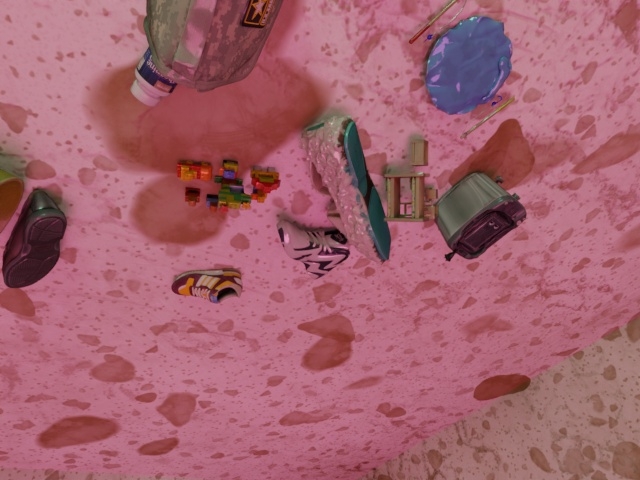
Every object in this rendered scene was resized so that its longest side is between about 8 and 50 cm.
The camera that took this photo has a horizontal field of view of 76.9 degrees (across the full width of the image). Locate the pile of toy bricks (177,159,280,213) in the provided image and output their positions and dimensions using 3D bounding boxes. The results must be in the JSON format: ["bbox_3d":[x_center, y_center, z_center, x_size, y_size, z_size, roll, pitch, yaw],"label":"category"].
[{"bbox_3d":[-0.196,-0.099,0.862,0.212,0.105,0.118,3,131,-17],"label":"pile of toy bricks"}]

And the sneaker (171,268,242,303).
[{"bbox_3d":[-0.299,0.127,1.060,0.185,0.084,0.070,-9,134,-7],"label":"sneaker"}]

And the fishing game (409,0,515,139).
[{"bbox_3d":[0.293,-0.348,0.806,0.189,0.041,0.264,-41,124,13],"label":"fishing game"}]

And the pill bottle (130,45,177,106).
[{"bbox_3d":[-0.273,-0.292,0.689,0.067,0.067,0.120,29,120,-34],"label":"pill bottle"}]

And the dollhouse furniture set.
[{"bbox_3d":[0.220,-0.140,0.979,0.101,0.161,0.182,3,97,29],"label":"dollhouse furniture set"}]

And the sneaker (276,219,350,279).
[{"bbox_3d":[0.000,0.000,1.015,0.153,0.094,0.235,-28,133,10],"label":"sneaker"}]

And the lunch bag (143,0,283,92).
[{"bbox_3d":[-0.131,-0.348,0.522,0.168,0.287,0.235,15,126,-26],"label":"lunch bag"}]

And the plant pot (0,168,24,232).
[{"bbox_3d":[-0.730,-0.080,0.662,0.293,0.275,0.275,36,116,-20],"label":"plant pot"}]

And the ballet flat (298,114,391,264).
[{"bbox_3d":[0.062,-0.106,0.931,0.146,0.147,0.409,-20,131,5],"label":"ballet flat"}]

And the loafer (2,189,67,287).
[{"bbox_3d":[-0.626,0.001,0.879,0.267,0.084,0.096,-44,159,29],"label":"loafer"}]

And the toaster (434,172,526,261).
[{"bbox_3d":[0.383,-0.060,1.020,0.129,0.146,0.227,26,120,-32],"label":"toaster"}]
